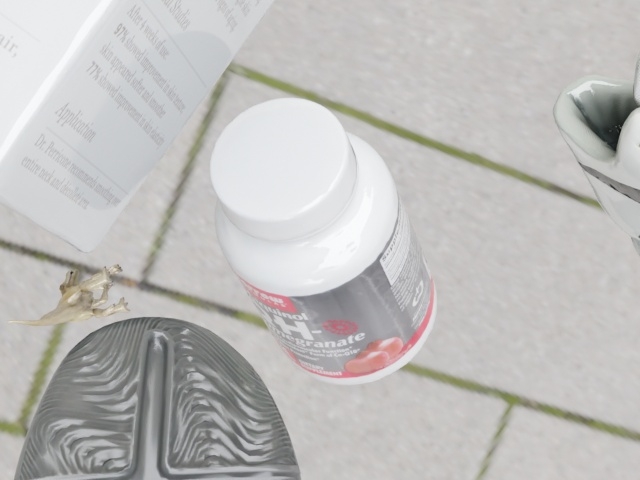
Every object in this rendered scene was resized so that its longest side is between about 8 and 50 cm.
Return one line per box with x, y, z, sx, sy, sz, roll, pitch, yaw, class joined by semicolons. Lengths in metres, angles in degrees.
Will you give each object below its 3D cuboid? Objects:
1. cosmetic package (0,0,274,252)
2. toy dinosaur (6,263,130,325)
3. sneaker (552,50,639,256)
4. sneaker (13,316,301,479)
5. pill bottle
-0.223;-0.253;1.390;0.327;0.329;0.393;35;86;10;cosmetic package
-0.241;0.065;1.789;0.093;0.183;0.053;-22;99;11;toy dinosaur
0.246;-0.060;0.996;0.146;0.330;0.122;44;64;-19;sneaker
-0.110;0.281;1.018;0.169;0.257;0.447;1;73;-16;sneaker
0.000;0.000;1.751;0.176;0.176;0.318;-40;148;-8;pill bottle
